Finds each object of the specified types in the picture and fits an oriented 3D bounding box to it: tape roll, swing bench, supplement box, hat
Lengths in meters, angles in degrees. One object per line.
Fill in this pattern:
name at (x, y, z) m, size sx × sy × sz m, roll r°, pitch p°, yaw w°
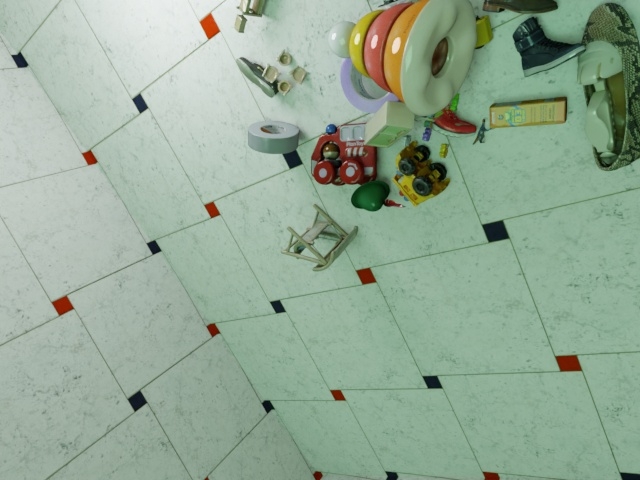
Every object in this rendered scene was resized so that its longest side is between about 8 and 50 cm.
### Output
tape roll at (0.210, -0.606, 1.669) m, size 0.274 × 0.090 × 0.275 m, roll 10°, pitch 110°, yaw 30°
tape roll at (-0.203, -0.447, 1.977) m, size 0.219 × 0.219 × 0.072 m, roll 20°, pitch 125°, yaw 21°
swing bench at (0.000, 0.000, 2.102) m, size 0.254 × 0.253 × 0.165 m, roll 29°, pitch 130°, yaw 15°
supplement box at (0.688, -0.423, 1.528) m, size 0.233 × 0.080 × 0.078 m, roll 4°, pitch 117°, yaw 33°
hat at (0.231, -0.127, 1.877) m, size 0.172 × 0.184 × 0.208 m, roll -16°, pitch 149°, yaw -2°

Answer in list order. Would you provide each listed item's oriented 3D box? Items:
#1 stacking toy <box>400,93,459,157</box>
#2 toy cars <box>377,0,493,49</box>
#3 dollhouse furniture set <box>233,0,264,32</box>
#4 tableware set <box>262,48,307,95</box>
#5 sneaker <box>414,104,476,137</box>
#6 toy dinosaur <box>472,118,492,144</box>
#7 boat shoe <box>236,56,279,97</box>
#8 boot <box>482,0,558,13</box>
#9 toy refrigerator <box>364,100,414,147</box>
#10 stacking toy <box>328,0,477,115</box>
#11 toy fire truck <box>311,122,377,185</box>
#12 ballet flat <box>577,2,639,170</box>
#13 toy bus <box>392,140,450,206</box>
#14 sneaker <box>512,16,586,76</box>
stacking toy at (0.386, -0.416, 1.615) m, size 0.166 × 0.052 × 0.221 m, roll 21°, pitch 115°, yaw 28°
toy cars at (0.366, -0.705, 1.509) m, size 0.393 × 0.087 × 0.176 m, roll 26°, pitch 141°, yaw 3°
dollhouse furniture set at (-0.300, -0.954, 1.835) m, size 0.161 × 0.101 × 0.182 m, roll 53°, pitch 136°, yaw 27°
tableware set at (-0.149, -0.687, 1.890) m, size 0.169 × 0.020 × 0.141 m, roll 45°, pitch 102°, yaw 3°
sneaker at (0.436, -0.459, 1.649) m, size 0.279 × 0.107 × 0.118 m, roll 28°, pitch 124°, yaw 14°
toy dinosaur at (0.574, -0.391, 1.646) m, size 0.090 × 0.047 × 0.082 m, roll -4°, pitch 98°, yaw 45°
boat shoe at (-0.262, -0.707, 1.958) m, size 0.228 × 0.068 × 0.081 m, roll 44°, pitch 166°, yaw 4°
boot at (0.605, -0.744, 1.380) m, size 0.219 × 0.082 × 0.106 m, roll 16°, pitch 128°, yaw 26°
toy refrigerator at (0.245, -0.412, 1.669) m, size 0.102 × 0.269 × 0.094 m, roll 6°, pitch 86°, yaw -10°
stacking toy at (0.215, -0.626, 1.467) m, size 0.479 × 0.350 × 0.351 m, roll 32°, pitch 132°, yaw 35°
toy fire truck at (0.101, -0.356, 1.903) m, size 0.302 × 0.169 × 0.254 m, roll 4°, pitch 96°, yaw 29°
ballet flat at (0.842, -0.428, 1.347) m, size 0.164 × 0.182 × 0.483 m, roll 19°, pitch 134°, yaw 61°
toy bus at (0.363, -0.246, 1.813) m, size 0.220 × 0.149 × 0.211 m, roll 49°, pitch 147°, yaw -1°
sneaker at (0.672, -0.595, 1.372) m, size 0.164 × 0.086 × 0.226 m, roll 66°, pitch 167°, yaw -13°
